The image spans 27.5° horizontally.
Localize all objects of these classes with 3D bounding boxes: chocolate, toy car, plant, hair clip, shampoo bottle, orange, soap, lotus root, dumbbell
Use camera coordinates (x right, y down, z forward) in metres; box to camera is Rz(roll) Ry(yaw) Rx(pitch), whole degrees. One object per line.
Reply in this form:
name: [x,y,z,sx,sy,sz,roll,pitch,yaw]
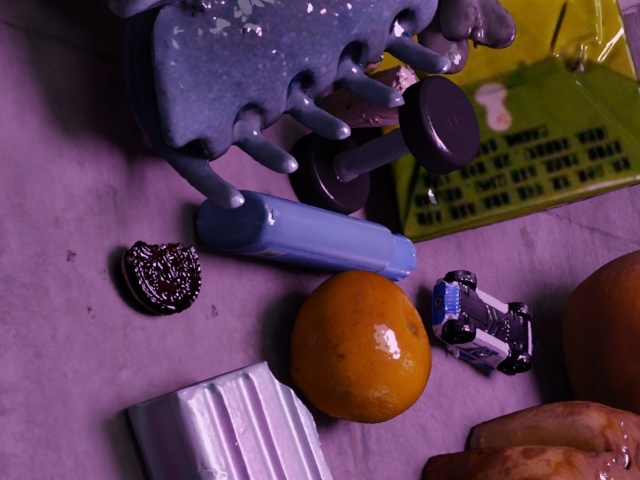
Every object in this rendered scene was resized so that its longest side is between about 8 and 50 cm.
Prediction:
chocolate: [0.210,-0.162,1.504,0.137,0.300,0.289,42,35,-77]
toy car: [0.190,0.103,1.523,0.170,0.070,0.080,29,52,-36]
plant: [0.113,-0.294,1.384,0.149,0.146,0.275,-3,46,-31]
hair clip: [-0.048,-0.214,1.195,0.318,0.392,0.238,-35,119,-16]
shampoo bottle: [0.000,0.000,1.326,0.258,0.103,0.061,14,80,-47]
orange: [0.037,0.108,1.304,0.155,0.134,0.155,58,17,-30]
soap: [-0.063,0.231,1.151,0.145,0.091,0.231,-14,84,-49]
lotus root: [0.262,0.291,1.414,0.316,0.250,0.316,23,51,-31]
dumbbell: [0.066,-0.095,1.377,0.100,0.191,0.100,23,56,-40]

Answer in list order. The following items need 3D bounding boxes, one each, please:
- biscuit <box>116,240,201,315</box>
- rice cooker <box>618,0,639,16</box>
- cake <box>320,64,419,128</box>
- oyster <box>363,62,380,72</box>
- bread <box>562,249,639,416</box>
biscuit: [-0.146,0.028,1.199,0.087,0.027,0.089,44,44,-28]
rice cooker: [0.362,-0.462,1.795,0.335,0.335,0.325,-26,95,-52]
cake: [0.048,-0.154,1.436,0.065,0.121,0.052,53,37,-58]
oyster: [-0.023,-0.313,1.472,0.166,0.094,0.294,24,38,-37]
bread: [0.454,0.188,1.584,0.252,0.348,0.376,-12,86,-22]
